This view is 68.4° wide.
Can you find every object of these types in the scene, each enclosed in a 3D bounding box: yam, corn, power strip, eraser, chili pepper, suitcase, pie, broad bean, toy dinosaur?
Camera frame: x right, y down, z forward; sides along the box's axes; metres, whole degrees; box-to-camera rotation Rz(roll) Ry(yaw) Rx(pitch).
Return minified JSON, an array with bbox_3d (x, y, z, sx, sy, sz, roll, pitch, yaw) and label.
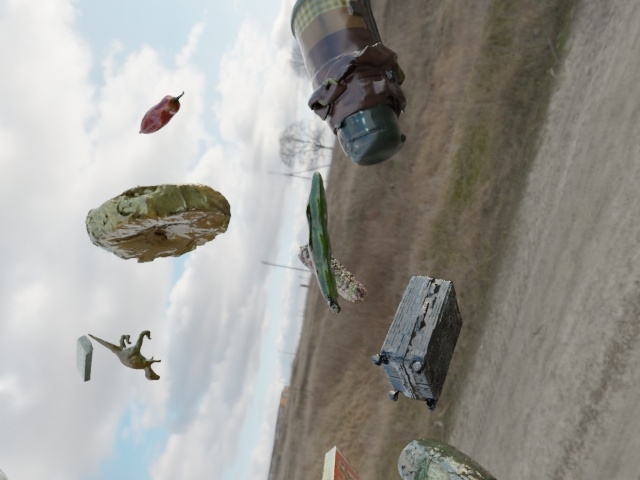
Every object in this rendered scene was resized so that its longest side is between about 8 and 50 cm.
[{"bbox_3d":[0.284,0.529,1.012,0.254,0.154,0.154,178,102,-75],"label":"yam"},{"bbox_3d":[0.036,0.106,1.541,0.092,0.280,0.092,-39,-23,-20],"label":"corn"},{"bbox_3d":[-0.732,0.374,1.460,0.027,0.060,0.253,-23,-25,-40],"label":"power strip"},{"bbox_3d":[0.062,0.536,0.958,0.038,0.157,0.230,-37,-4,2],"label":"eraser"},{"bbox_3d":[-0.415,-0.335,1.238,0.059,0.191,0.050,32,-144,-45],"label":"chili pepper"},{"bbox_3d":[0.303,0.294,1.412,0.335,0.152,0.230,-59,-40,-36],"label":"suitcase"},{"bbox_3d":[-0.373,-0.037,1.131,0.339,0.339,0.083,100,153,-67],"label":"pie"},{"bbox_3d":[-0.001,0.000,0.919,0.060,0.043,0.298,-34,59,56],"label":"broad bean"},{"bbox_3d":[-0.458,0.273,1.102,0.039,0.162,0.126,-58,39,46],"label":"toy dinosaur"}]

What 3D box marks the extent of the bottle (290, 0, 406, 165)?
[{"bbox_3d":[0.044,-0.245,0.703,0.143,0.156,0.271,117,138,-71],"label":"bottle"}]

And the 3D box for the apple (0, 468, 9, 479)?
[{"bbox_3d":[-0.898,0.661,1.067,0.357,0.357,0.357,-170,90,-90],"label":"apple"}]
